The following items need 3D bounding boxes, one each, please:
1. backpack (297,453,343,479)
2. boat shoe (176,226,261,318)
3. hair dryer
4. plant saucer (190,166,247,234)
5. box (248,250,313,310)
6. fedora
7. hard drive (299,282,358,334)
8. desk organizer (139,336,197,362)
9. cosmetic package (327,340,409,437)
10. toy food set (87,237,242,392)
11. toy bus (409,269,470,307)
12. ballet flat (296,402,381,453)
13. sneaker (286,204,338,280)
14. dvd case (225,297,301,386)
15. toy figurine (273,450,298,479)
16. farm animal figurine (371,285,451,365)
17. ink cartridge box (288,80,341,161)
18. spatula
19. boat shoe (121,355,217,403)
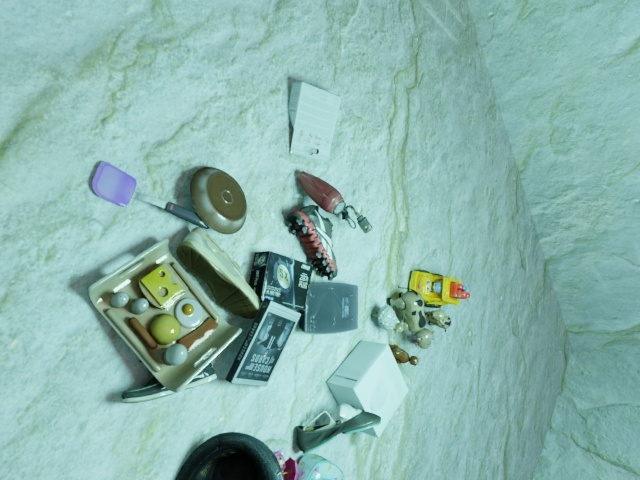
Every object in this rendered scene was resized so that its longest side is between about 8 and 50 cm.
[{"bbox_3d":[-0.012,0.769,1.303,0.165,0.144,0.189,39,58,-28],"label":"backpack"},{"bbox_3d":[-0.255,0.093,1.151,0.302,0.109,0.098,50,36,-23],"label":"boat shoe"},{"bbox_3d":[0.032,-0.120,1.425,0.293,0.223,0.080,44,84,-16],"label":"hair dryer"},{"bbox_3d":[-0.266,-0.115,1.161,0.198,0.036,0.199,32,47,-43],"label":"plant saucer"},{"bbox_3d":[-0.121,0.126,1.294,0.180,0.077,0.148,23,71,-41],"label":"box"},{"bbox_3d":[-0.217,0.667,1.071,0.153,0.333,0.335,60,43,-63],"label":"fedora"},{"bbox_3d":[0.030,0.230,1.447,0.254,0.054,0.172,6,82,-44],"label":"hard drive"},{"bbox_3d":[-0.378,0.270,1.050,0.130,0.050,0.047,3,70,-37],"label":"desk organizer"},{"bbox_3d":[0.174,0.518,1.504,0.224,0.138,0.224,-39,113,-37],"label":"cosmetic package"},{"bbox_3d":[-0.358,0.170,1.010,0.306,0.092,0.219,54,50,-8],"label":"toy food set"},{"bbox_3d":[0.517,0.211,1.813,0.220,0.211,0.150,19,75,-40],"label":"toy bus"},{"bbox_3d":[0.052,0.580,1.342,0.280,0.095,0.096,-18,78,-8],"label":"ballet flat"},{"bbox_3d":[0.000,0.000,1.406,0.135,0.097,0.276,-43,114,-35],"label":"sneaker"},{"bbox_3d":[-0.156,0.294,1.203,0.179,0.029,0.239,39,74,-57],"label":"dvd case"},{"bbox_3d":[-0.137,0.679,1.233,0.159,0.130,0.173,-13,71,-57],"label":"toy figurine"},{"bbox_3d":[0.395,0.330,1.687,0.330,0.172,0.327,-37,111,-33],"label":"farm animal figurine"},{"bbox_3d":[-0.030,-0.405,1.460,0.188,0.066,0.233,3,105,-44],"label":"ink cartridge box"},{"bbox_3d":[-0.407,-0.093,1.051,0.296,0.030,0.084,25,69,-27],"label":"spatula"},{"bbox_3d":[-0.373,0.341,1.042,0.232,0.084,0.079,-7,74,-43],"label":"boat shoe"}]
